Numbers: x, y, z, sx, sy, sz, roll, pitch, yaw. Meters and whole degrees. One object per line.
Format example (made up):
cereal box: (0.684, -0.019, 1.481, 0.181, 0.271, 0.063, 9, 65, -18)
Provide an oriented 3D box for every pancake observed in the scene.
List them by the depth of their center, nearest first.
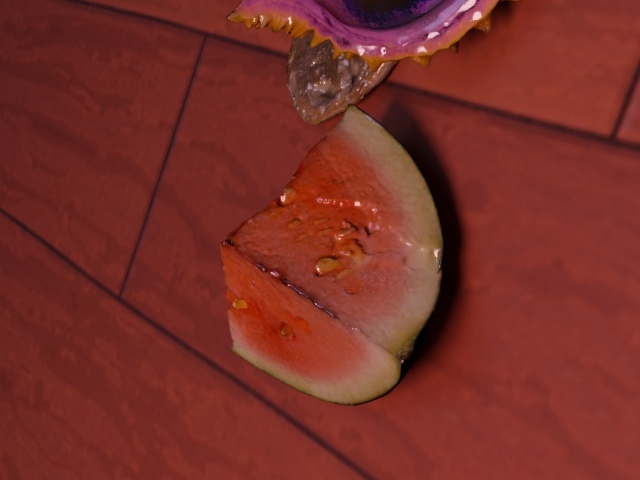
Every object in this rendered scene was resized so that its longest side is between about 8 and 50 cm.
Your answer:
pancake: (0.017, -0.151, 0.910, 0.139, 0.022, 0.139, -24, 58, 46)

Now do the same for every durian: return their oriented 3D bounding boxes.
durian: (0.078, -0.242, 0.783, 0.260, 0.154, 0.186, -52, 20, 32)

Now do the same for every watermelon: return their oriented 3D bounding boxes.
watermelon: (0.016, 0.008, 0.803, 0.193, 0.137, 0.145, -3, 40, 52)
